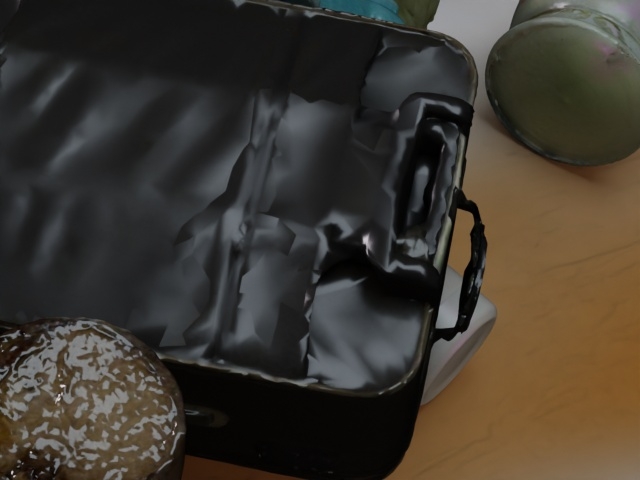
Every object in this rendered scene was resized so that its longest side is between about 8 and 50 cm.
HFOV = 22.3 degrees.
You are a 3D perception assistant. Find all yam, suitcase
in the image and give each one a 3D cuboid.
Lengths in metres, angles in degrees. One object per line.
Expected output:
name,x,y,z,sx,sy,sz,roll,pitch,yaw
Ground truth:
yam,-0.134,0.165,0.831,0.131,0.280,0.131,4,51,-5
suitcase,-0.116,-0.015,0.981,0.433,0.194,0.283,10,61,6

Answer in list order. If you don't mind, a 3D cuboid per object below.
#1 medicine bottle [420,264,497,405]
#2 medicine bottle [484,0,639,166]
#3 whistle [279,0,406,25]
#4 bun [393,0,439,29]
medicine bottle,0.000,0.000,1.133,0.260,0.095,0.095,42,50,16
medicine bottle,0.219,-0.152,1.309,0.147,0.147,0.143,31,50,5
whistle,-0.050,-0.154,1.087,0.274,0.186,0.093,20,67,-15
bun,0.032,-0.192,1.236,0.118,0.195,0.195,12,48,1
